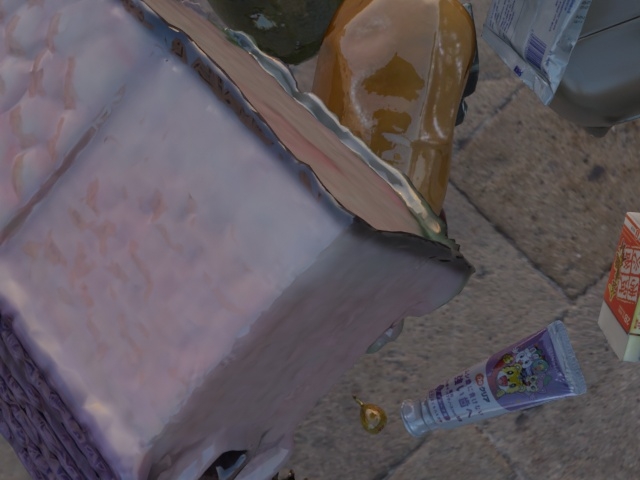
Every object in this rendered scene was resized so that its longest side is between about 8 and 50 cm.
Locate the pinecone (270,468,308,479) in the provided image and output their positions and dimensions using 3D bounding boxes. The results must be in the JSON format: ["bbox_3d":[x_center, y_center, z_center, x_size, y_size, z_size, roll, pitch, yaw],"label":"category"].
[{"bbox_3d":[-0.089,0.537,1.728,0.201,0.229,0.202,31,119,-6],"label":"pinecone"}]

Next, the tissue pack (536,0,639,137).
[{"bbox_3d":[0.450,-0.305,1.215,0.387,0.267,0.276,-20,92,9],"label":"tissue pack"}]

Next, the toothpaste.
[{"bbox_3d":[0.261,0.230,1.439,0.299,0.073,0.114,-29,63,31],"label":"toothpaste"}]

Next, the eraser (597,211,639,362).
[{"bbox_3d":[0.553,0.081,1.643,0.038,0.157,0.230,7,110,-2],"label":"eraser"}]

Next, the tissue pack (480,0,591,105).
[{"bbox_3d":[0.207,-0.238,0.855,0.122,0.026,0.193,57,147,37],"label":"tissue pack"}]

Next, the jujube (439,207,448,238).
[{"bbox_3d":[-0.002,0.000,1.393,0.377,0.276,0.276,-12,80,34],"label":"jujube"}]

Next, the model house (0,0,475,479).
[{"bbox_3d":[-0.092,0.015,0.448,0.237,0.202,0.237,45,101,19],"label":"model house"}]

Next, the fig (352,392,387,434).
[{"bbox_3d":[0.086,0.310,1.674,0.050,0.050,0.083,-48,62,12],"label":"fig"}]

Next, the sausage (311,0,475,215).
[{"bbox_3d":[0.055,-0.108,0.759,0.136,0.120,0.241,25,112,49],"label":"sausage"}]

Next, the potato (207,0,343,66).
[{"bbox_3d":[-0.057,-0.311,1.054,0.160,0.235,0.178,-29,36,-16],"label":"potato"}]

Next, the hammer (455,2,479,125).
[{"bbox_3d":[0.071,-0.245,0.883,0.033,0.111,0.287,-20,61,-15],"label":"hammer"}]
